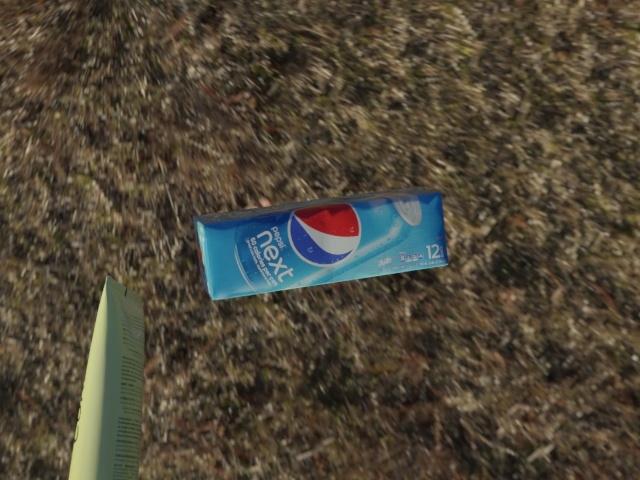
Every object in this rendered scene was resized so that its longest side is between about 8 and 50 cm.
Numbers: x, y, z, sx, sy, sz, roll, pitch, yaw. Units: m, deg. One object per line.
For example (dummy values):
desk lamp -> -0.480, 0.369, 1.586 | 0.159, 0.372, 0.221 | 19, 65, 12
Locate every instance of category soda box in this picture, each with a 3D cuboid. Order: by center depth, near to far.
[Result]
soda box -> 0.000, 0.000, 1.089 | 0.210, 0.071, 0.067 | -9, 98, -12

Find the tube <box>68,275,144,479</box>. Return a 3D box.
tube -> -0.180, 0.156, 1.067 | 0.062, 0.070, 0.240 | 12, 76, -29
